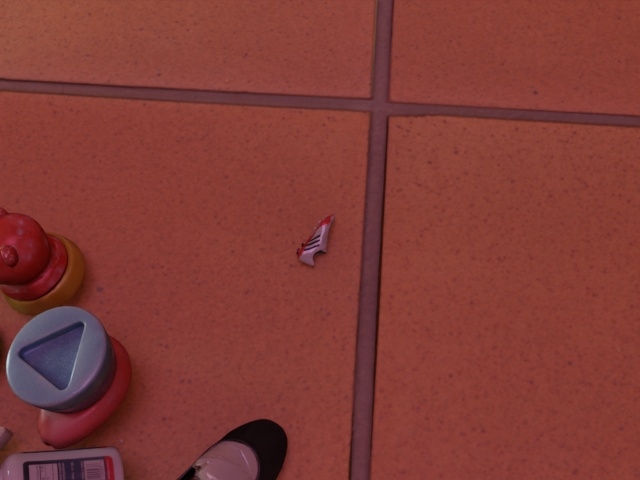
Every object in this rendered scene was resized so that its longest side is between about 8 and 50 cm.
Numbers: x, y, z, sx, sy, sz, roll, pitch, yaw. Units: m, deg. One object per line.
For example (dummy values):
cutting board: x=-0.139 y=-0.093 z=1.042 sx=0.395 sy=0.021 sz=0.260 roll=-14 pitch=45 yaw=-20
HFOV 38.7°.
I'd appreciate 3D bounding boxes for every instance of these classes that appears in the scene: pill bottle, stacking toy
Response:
pill bottle: x=-0.332 y=0.306 z=1.091 sx=0.180 sy=0.108 sz=0.108 roll=1 pitch=64 yaw=-21
stacking toy: x=-0.411 y=0.128 z=1.155 sx=0.279 sy=0.130 sz=0.309 roll=-34 pitch=59 yaw=-6

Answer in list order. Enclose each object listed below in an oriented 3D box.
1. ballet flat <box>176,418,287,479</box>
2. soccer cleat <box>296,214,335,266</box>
ballet flat: x=-0.147 y=0.323 z=1.116 sx=0.095 sy=0.096 sz=0.280 roll=41 pitch=72 yaw=17
soccer cleat: x=0.000 y=0.000 z=1.296 sx=0.035 sy=0.029 sz=0.083 roll=37 pitch=74 yaw=6
